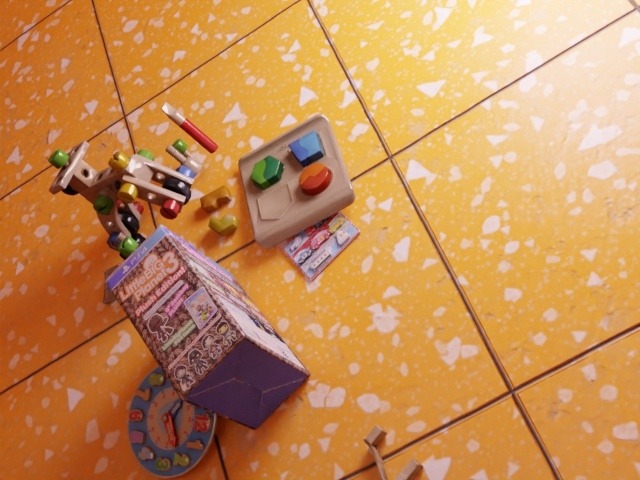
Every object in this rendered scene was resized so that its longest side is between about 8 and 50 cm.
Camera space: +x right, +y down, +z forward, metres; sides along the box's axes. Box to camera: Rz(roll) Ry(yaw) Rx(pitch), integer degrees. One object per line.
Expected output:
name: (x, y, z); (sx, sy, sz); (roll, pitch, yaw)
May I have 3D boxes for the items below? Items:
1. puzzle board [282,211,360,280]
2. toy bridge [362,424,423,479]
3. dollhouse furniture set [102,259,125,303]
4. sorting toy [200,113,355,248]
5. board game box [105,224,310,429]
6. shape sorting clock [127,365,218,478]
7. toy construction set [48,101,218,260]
puzzle board: (0.000, 0.000, 1.511); (0.128, 0.011, 0.096); (-45, 54, 2)
toy bridge: (0.129, 0.362, 1.253); (0.188, 0.026, 0.063); (37, 88, 36)
dollhouse furniture set: (-0.378, 0.078, 1.666); (0.151, 0.058, 0.076); (-24, 63, 39)
sorting toy: (-0.096, -0.099, 1.585); (0.307, 0.041, 0.229); (-28, 52, 13)
board game box: (-0.192, 0.150, 1.402); (0.141, 0.232, 0.291); (-45, 53, 2)
shape sorting clock: (-0.268, 0.317, 1.464); (0.206, 0.040, 0.206); (-8, 71, 25)
toy construction set: (-0.381, -0.143, 1.612); (0.309, 0.237, 0.257); (-55, 24, -16)
